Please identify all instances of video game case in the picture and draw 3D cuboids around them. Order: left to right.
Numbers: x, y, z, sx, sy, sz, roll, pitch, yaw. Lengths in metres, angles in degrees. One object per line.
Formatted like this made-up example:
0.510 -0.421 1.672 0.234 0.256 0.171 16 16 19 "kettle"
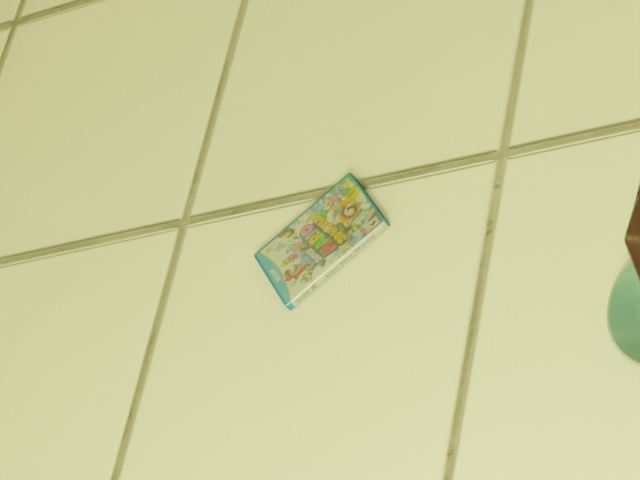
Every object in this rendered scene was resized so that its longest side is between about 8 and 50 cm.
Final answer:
0.000 0.000 2.448 0.166 0.015 0.119 -41 41 6 "video game case"

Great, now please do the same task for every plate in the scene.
0.395 0.062 2.061 0.188 0.024 0.188 -22 45 24 "plate"

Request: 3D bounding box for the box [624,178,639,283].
0.437 -0.013 1.943 0.203 0.167 0.168 6 58 29 "box"
